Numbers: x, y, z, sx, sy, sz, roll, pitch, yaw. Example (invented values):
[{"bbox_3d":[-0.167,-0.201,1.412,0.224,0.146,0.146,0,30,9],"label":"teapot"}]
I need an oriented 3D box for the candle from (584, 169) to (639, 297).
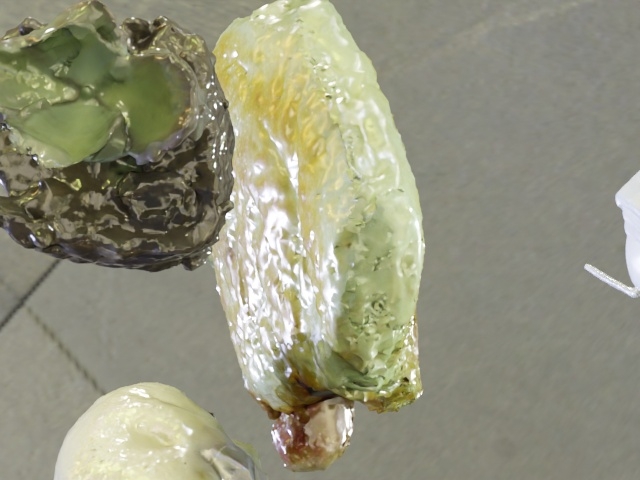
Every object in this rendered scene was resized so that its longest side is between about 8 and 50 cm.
[{"bbox_3d":[0.486,-0.043,1.824,0.221,0.221,0.342,44,95,11],"label":"candle"}]

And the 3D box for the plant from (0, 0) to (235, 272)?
[{"bbox_3d":[-0.110,-0.054,0.823,0.142,0.203,0.131,0,75,13],"label":"plant"}]

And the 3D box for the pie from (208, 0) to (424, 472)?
[{"bbox_3d":[-0.001,-0.022,1.410,0.180,0.418,0.395,-12,62,-15],"label":"pie"}]

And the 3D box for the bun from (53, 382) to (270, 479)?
[{"bbox_3d":[-0.113,0.252,1.337,0.168,0.273,0.272,-25,87,14],"label":"bun"}]
